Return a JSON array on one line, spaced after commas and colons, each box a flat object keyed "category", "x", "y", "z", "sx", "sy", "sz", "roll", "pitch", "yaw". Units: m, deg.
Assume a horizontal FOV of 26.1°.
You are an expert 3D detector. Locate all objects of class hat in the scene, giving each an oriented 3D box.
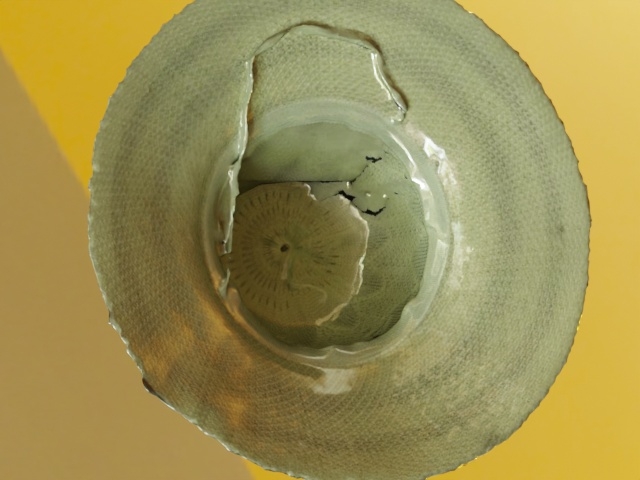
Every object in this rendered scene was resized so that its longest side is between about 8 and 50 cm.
[{"category": "hat", "x": 0.000, "y": 0.000, "z": 0.680, "sx": 0.252, "sy": 0.110, "sz": 0.252, "roll": 3, "pitch": -99, "yaw": -19}]
